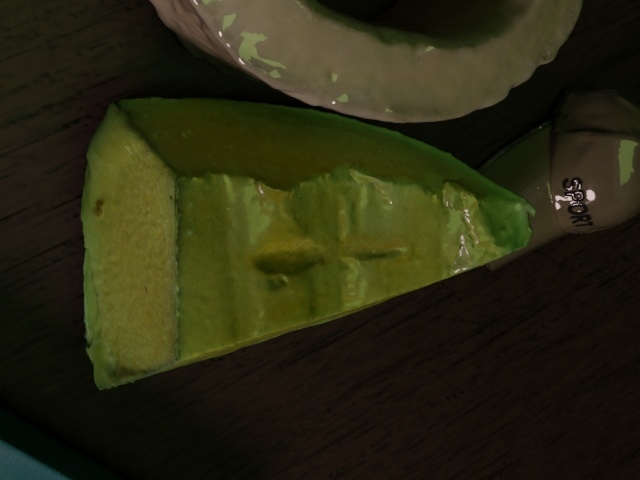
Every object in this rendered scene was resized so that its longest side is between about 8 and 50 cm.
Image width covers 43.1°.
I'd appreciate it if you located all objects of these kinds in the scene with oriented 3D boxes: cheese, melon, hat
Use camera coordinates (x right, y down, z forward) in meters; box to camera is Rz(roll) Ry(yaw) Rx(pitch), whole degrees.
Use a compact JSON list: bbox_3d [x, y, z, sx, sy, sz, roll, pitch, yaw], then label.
[{"bbox_3d":[0.038,-0.247,0.497,0.292,0.153,0.332,8,102,-30],"label":"cheese"},{"bbox_3d":[0.000,0.000,0.584,0.323,0.124,0.196,-5,111,-33],"label":"melon"},{"bbox_3d":[0.215,-0.032,0.702,0.175,0.085,0.147,-35,120,-14],"label":"hat"}]

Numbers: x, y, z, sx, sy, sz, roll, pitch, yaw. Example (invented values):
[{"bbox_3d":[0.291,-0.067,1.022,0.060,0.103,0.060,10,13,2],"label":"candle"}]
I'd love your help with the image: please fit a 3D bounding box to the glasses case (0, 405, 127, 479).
[{"bbox_3d":[-0.203,0.202,0.583,0.117,0.070,0.301,-45,123,0],"label":"glasses case"}]
